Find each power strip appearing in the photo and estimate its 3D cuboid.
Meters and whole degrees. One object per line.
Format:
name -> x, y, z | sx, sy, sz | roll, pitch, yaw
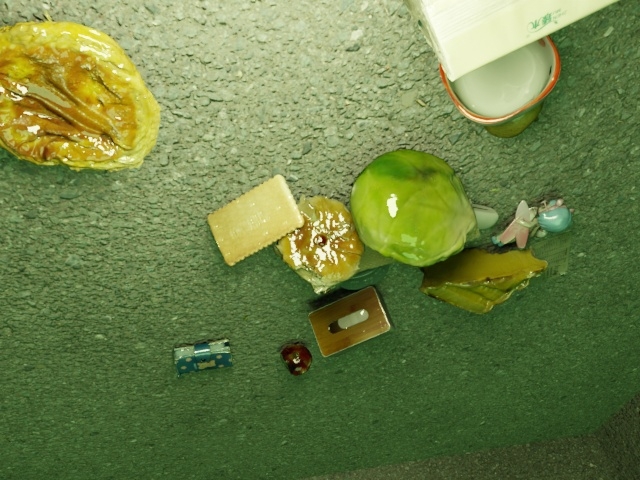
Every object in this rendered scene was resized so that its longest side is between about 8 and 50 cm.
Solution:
power strip -> 0.123, 0.107, 1.884 | 0.215, 0.044, 0.137 | -21, 140, 5

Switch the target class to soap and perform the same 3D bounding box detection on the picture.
soap -> 0.519, 0.088, 1.895 | 0.338, 0.169, 0.304 | 22, 127, -37

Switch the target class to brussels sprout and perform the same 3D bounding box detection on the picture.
brussels sprout -> 0.231, -0.080, 1.520 | 0.344, 0.344, 0.268 | 14, 163, -31

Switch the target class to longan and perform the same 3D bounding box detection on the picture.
longan -> 0.476, -0.327, 1.429 | 0.176, 0.145, 0.154 | 23, 153, -30

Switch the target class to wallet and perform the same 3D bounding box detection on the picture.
wallet -> -0.414, 0.415, 2.047 | 0.202, 0.059, 0.141 | -8, 137, -9

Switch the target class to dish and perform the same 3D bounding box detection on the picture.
dish -> 0.402, -0.376, 1.308 | 0.256, 0.256, 0.117 | -30, 167, 16

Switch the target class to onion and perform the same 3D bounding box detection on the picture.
onion -> -0.085, 0.436, 2.135 | 0.118, 0.117, 0.119 | -27, 160, -11

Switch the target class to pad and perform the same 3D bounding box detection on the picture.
pad -> 0.826, 0.072, 2.096 | 0.159, 0.009, 0.265 | -18, 139, 4

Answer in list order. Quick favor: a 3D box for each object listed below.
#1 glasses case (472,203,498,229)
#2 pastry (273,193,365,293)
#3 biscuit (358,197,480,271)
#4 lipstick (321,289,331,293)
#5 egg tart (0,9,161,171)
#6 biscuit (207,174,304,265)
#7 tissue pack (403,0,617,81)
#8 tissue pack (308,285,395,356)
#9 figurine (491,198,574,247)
glasses case -> 0.456, -0.075, 1.778 | 0.197, 0.049, 0.076 | 7, 136, -22
pastry -> 0.006, 0.002, 1.572 | 0.236, 0.257, 0.121 | -47, 180, -13
biscuit -> 0.255, -0.007, 1.733 | 0.425, 0.079, 0.144 | -15, 138, 12
lipstick -> -0.016, 0.061, 1.759 | 0.081, 0.081, 0.300 | -16, 138, 0
egg tart -> -0.500, -0.297, 1.147 | 0.351, 0.153, 0.340 | -5, 138, -11
biscuit -> -0.174, -0.052, 1.538 | 0.249, 0.160, 0.030 | -30, 168, 14
tissue pack -> 0.344, -0.509, 1.073 | 0.380, 0.297, 0.207 | -24, 137, 12
tissue pack -> 0.110, 0.280, 1.962 | 0.246, 0.160, 0.136 | -25, 161, 10
figurine -> 0.688, -0.034, 1.862 | 0.260, 0.103, 0.205 | -30, 137, 31
